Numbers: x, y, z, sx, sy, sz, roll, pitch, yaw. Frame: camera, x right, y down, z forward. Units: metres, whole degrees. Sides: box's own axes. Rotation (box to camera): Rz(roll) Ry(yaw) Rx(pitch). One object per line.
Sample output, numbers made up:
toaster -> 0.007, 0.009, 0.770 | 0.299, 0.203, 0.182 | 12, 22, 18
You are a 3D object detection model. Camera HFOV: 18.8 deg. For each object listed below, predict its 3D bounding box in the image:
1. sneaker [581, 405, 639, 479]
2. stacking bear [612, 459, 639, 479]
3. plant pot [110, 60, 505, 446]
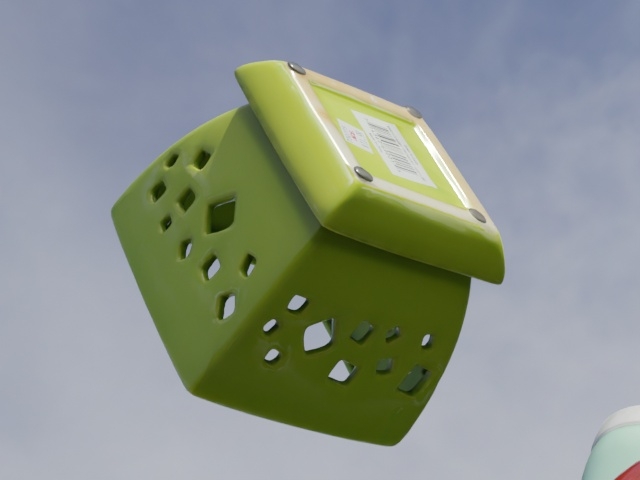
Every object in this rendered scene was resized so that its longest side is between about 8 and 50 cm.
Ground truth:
sneaker -> 0.241, 0.164, 0.914 | 0.151, 0.256, 0.094 | -62, -29, -48
stacking bear -> 0.210, 0.076, 0.710 | 0.164, 0.175, 0.289 | 0, -38, -46
plant pot -> 0.000, 0.000, 1.536 | 0.227, 0.228, 0.207 | 18, -61, -39
